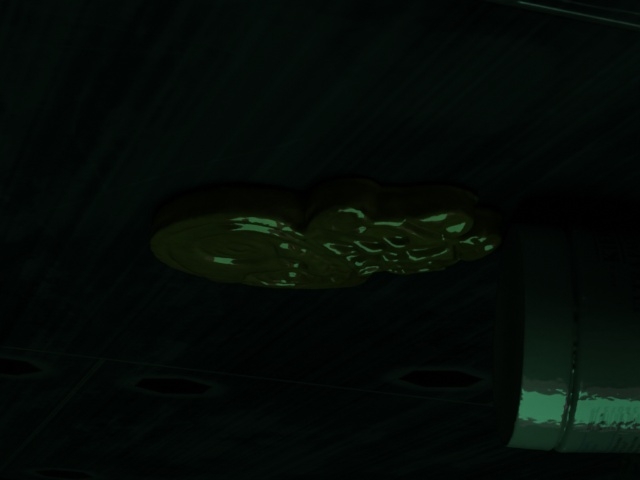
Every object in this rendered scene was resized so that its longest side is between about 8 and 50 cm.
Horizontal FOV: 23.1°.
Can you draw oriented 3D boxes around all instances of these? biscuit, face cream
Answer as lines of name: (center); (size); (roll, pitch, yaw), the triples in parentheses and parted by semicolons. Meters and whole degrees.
biscuit: (0.000, 0.001, 1.240); (0.288, 0.044, 0.202); (-2, 162, 24)
face cream: (0.218, 0.075, 1.206); (0.153, 0.177, 0.177); (1, 163, -1)

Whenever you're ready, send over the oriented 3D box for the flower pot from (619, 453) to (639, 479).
flower pot: (0.404, 0.196, 1.437); (0.299, 0.299, 0.283); (13, 157, -29)
